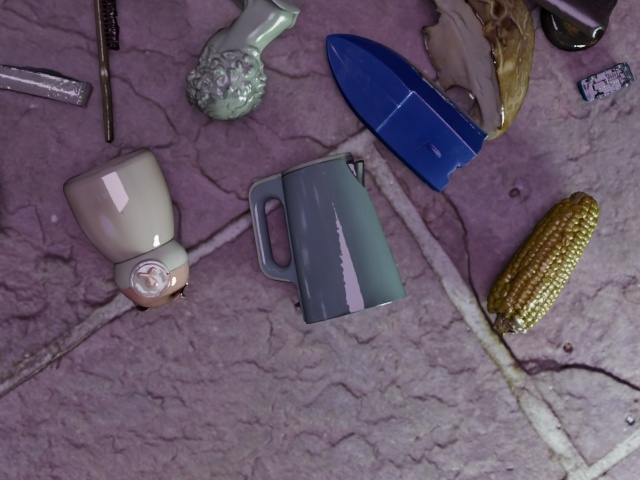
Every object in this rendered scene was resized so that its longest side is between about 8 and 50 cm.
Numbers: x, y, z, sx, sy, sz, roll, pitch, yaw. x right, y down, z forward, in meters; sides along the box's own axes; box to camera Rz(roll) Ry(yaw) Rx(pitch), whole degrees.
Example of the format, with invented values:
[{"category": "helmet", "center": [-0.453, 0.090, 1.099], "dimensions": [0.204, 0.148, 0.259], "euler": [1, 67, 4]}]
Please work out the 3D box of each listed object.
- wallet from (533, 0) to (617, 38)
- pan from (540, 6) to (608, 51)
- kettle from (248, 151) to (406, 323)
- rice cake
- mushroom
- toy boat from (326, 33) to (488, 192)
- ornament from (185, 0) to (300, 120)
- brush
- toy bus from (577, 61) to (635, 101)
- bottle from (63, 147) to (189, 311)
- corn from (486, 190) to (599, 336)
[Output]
[{"category": "wallet", "center": [0.362, -0.433, 1.905], "dimensions": [0.229, 0.049, 0.182], "euler": [29, 62, -2]}, {"category": "pan", "center": [0.377, -0.398, 1.948], "dimensions": [0.115, 0.040, 0.212], "euler": [-37, 96, -7]}, {"category": "kettle", "center": [0.000, 0.000, 1.901], "dimensions": [0.210, 0.160, 0.243], "euler": [-17, 87, 24]}, {"category": "rice cake", "center": [-0.453, -0.242, 1.885], "dimensions": [0.206, 0.036, 0.047], "euler": [9, 105, -6]}, {"category": "mushroom", "center": [0.264, -0.309, 1.909], "dimensions": [0.151, 0.156, 0.286], "euler": [-26, 101, -29]}, {"category": "toy boat", "center": [0.118, -0.217, 1.910], "dimensions": [0.295, 0.088, 0.129], "euler": [44, 118, 2]}, {"category": "ornament", "center": [-0.108, -0.314, 1.865], "dimensions": [0.120, 0.130, 0.285], "euler": [24, 91, -19]}, {"category": "brush", "center": [-0.324, -0.274, 1.889], "dimensions": [0.036, 0.043, 0.248], "euler": [-3, 93, 1]}, {"category": "toy bus", "center": [0.454, -0.253, 1.961], "dimensions": [0.083, 0.046, 0.038], "euler": [-24, 95, -1]}, {"category": "bottle", "center": [-0.278, -0.008, 1.859], "dimensions": [0.147, 0.147, 0.237], "euler": [-23, 98, -3]}, {"category": "corn", "center": [0.350, 0.037, 1.945], "dimensions": [0.097, 0.097, 0.262], "euler": [33, 89, -6]}]
